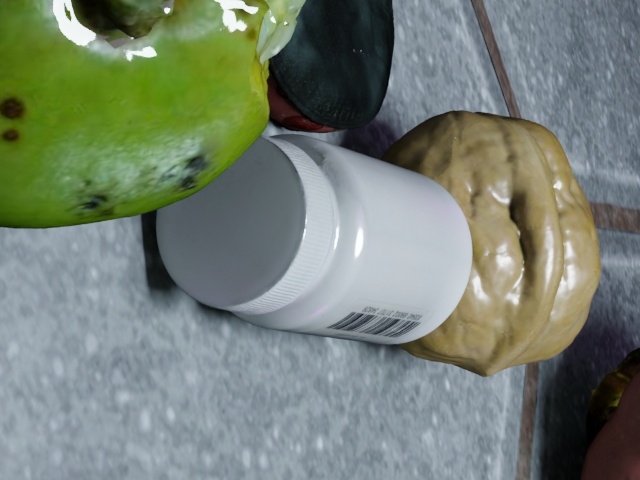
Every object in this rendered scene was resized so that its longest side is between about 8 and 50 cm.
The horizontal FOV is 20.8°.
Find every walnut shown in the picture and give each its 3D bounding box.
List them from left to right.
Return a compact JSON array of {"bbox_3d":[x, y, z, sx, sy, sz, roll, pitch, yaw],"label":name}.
[{"bbox_3d":[0.094,0.002,1.071,0.166,0.149,0.166,8,74,-30],"label":"walnut"}]

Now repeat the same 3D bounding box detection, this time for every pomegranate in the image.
[{"bbox_3d":[-0.114,-0.137,0.683,0.236,0.236,0.302,62,2,-29],"label":"pomegranate"}]

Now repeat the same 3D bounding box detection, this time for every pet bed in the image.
[{"bbox_3d":[-0.012,-0.154,1.016,0.201,0.053,0.201,28,57,-55],"label":"pet bed"}]

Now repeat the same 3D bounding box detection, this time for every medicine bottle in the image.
[{"bbox_3d":[0.000,0.000,0.929,0.186,0.103,0.103,12,70,-60],"label":"medicine bottle"}]

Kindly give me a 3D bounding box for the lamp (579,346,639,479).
[{"bbox_3d":[0.314,0.178,1.308,0.305,0.239,0.305,-22,133,-26],"label":"lamp"}]
